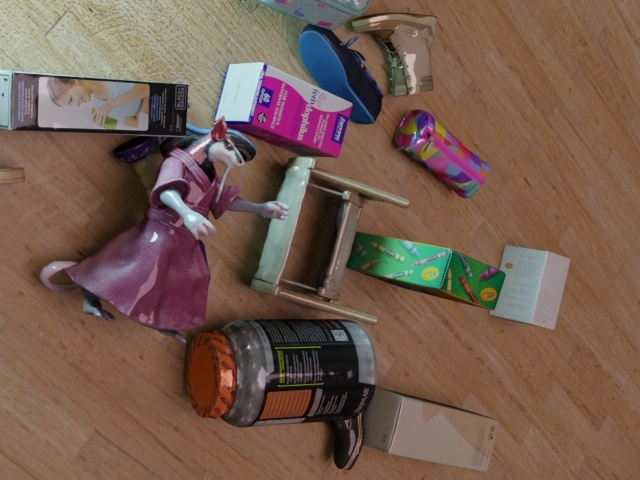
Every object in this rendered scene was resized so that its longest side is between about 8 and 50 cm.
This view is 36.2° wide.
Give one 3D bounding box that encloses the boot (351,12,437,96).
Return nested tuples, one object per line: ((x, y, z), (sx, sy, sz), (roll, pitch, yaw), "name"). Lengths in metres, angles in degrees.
((0.151, -0.371, 1.967), (0.213, 0.077, 0.165), (-8, 103, -40), "boot")

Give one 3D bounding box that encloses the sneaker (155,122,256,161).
((-0.201, -0.157, 1.714), (0.188, 0.067, 0.078), (6, 64, -33), "sneaker")

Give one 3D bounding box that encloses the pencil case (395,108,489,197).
((0.257, -0.180, 2.063), (0.236, 0.104, 0.104), (32, 77, -37), "pencil case")

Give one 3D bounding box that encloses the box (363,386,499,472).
((0.219, 0.401, 2.086), (0.311, 0.148, 0.121), (20, 83, -39), "box")

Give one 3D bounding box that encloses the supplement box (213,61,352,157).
((-0.065, -0.235, 1.793), (0.220, 0.114, 0.111), (17, 85, -40), "supplement box")

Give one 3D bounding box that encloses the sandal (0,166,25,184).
((-0.548, -0.059, 1.453), (0.240, 0.088, 0.079), (-11, 97, -42), "sandal")

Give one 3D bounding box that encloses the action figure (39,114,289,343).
((-0.235, -0.034, 1.593), (0.248, 0.275, 0.370), (20, 90, -65), "action figure")

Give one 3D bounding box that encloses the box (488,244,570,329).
((0.481, 0.107, 2.258), (0.091, 0.130, 0.171), (17, 86, -38), "box")

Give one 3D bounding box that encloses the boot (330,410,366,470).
((0.021, 0.355, 1.977), (0.137, 0.077, 0.198), (20, 71, -34), "boot")

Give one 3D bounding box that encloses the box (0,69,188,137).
((-0.372, -0.212, 1.522), (0.290, 0.169, 0.087), (-2, 100, -39), "box")

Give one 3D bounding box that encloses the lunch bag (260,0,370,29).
((-0.010, -0.530, 1.751), (0.224, 0.108, 0.279), (13, 68, -34), "lunch bag")

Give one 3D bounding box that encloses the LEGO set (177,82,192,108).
((-0.255, -0.244, 1.697), (0.083, 0.023, 0.054), (-14, 105, -36), "LEGO set")

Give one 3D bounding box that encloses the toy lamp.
((-0.267, -0.045, 1.686), (0.080, 0.080, 0.275), (-35, 113, -29), "toy lamp")

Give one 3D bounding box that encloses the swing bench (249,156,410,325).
((0.000, 0.000, 1.850), (0.254, 0.165, 0.253), (20, 85, -33), "swing bench")

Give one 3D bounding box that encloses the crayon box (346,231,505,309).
((0.203, 0.058, 1.938), (0.165, 0.278, 0.081), (21, 84, -38), "crayon box")

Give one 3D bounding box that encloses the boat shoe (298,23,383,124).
((0.039, -0.332, 1.884), (0.089, 0.109, 0.258), (-62, 143, -22), "boat shoe")

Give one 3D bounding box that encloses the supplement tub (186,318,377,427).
((-0.072, 0.239, 1.790), (0.316, 0.193, 0.194), (3, 95, -31), "supplement tub")
